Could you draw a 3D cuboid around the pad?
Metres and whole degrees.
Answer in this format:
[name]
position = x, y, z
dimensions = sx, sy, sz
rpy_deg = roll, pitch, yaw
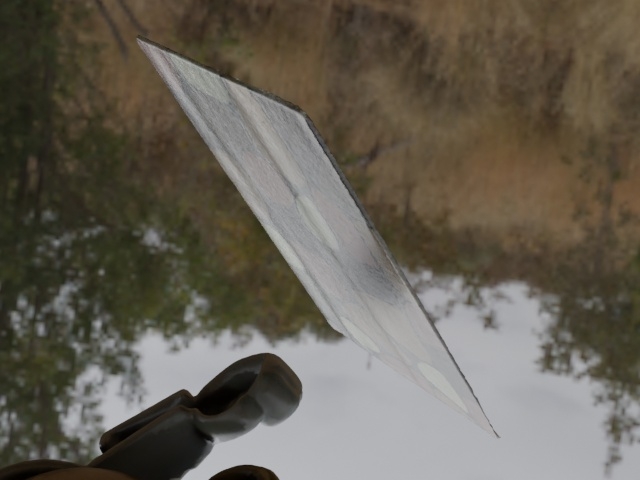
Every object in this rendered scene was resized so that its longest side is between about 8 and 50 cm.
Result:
[pad]
position = 0.000, 0.000, 0.647
dimensions = 0.158, 0.003, 0.235
rpy_deg = 30, 159, 50

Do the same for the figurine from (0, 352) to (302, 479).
[figurine]
position = -0.134, 0.198, 0.662
dimensions = 0.167, 0.342, 0.285
rpy_deg = 32, 150, -35
